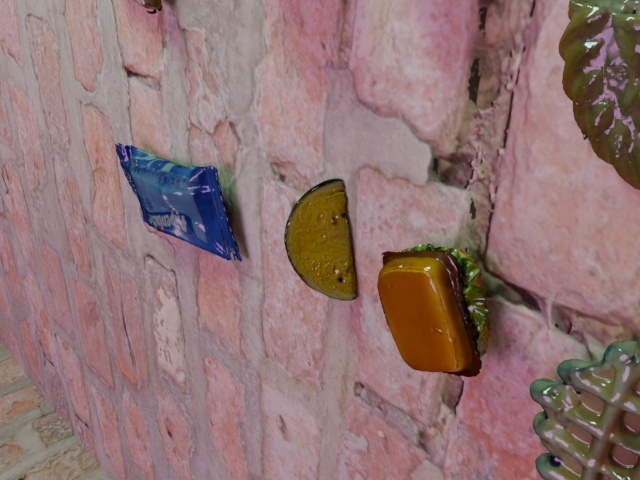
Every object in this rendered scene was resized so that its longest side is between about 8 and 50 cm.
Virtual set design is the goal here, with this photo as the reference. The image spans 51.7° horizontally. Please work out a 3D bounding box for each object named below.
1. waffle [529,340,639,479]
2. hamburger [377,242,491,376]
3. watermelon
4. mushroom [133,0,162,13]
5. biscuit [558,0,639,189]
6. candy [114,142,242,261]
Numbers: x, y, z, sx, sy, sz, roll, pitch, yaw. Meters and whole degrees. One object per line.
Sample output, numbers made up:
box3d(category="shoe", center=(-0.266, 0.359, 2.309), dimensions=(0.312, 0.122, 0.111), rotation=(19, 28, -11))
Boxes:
box3d(category="waffle", center=(0.355, 0.230, 0.644), dimensions=(0.292, 0.056, 0.309), rotation=(60, 141, 8))
box3d(category="hamburger", center=(0.146, 0.082, 0.790), dimensions=(0.137, 0.087, 0.166), rotation=(0, 110, 49))
box3d(category="watermelon", center=(-0.009, 0.003, 0.945), dimensions=(0.092, 0.075, 0.181), rotation=(13, 117, 42))
box3d(category="mushroom", center=(-0.315, -0.459, 1.069), dimensions=(0.210, 0.072, 0.094), rotation=(42, 139, 23))
box3d(category="biscuit", center=(0.317, -0.107, 0.527), dimensions=(0.273, 0.036, 0.187), rotation=(14, 119, 46))
box3d(category="candy", center=(-0.269, -0.077, 1.219), dimensions=(0.331, 0.077, 0.187), rotation=(19, 130, 45))
